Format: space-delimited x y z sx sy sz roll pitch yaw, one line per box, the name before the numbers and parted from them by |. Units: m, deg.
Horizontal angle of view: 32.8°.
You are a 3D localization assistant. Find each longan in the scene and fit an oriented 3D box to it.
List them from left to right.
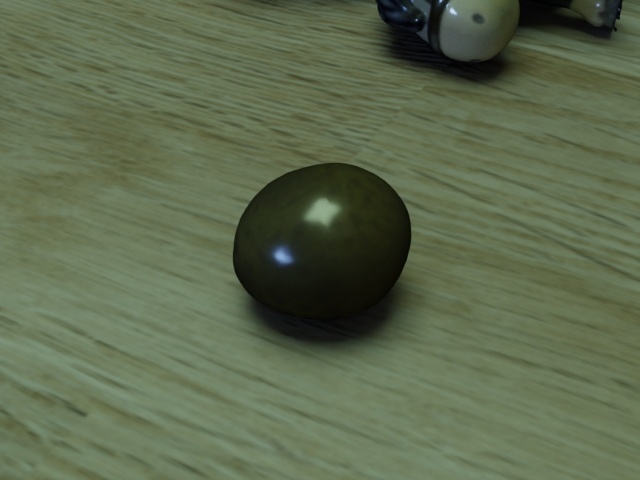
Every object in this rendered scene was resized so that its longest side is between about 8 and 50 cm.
longan | 0.000 0.000 0.651 0.113 0.092 0.113 -21 23 9

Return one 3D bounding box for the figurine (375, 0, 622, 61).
figurine | 0.094 -0.310 0.955 0.306 0.241 0.412 -41 68 -8
